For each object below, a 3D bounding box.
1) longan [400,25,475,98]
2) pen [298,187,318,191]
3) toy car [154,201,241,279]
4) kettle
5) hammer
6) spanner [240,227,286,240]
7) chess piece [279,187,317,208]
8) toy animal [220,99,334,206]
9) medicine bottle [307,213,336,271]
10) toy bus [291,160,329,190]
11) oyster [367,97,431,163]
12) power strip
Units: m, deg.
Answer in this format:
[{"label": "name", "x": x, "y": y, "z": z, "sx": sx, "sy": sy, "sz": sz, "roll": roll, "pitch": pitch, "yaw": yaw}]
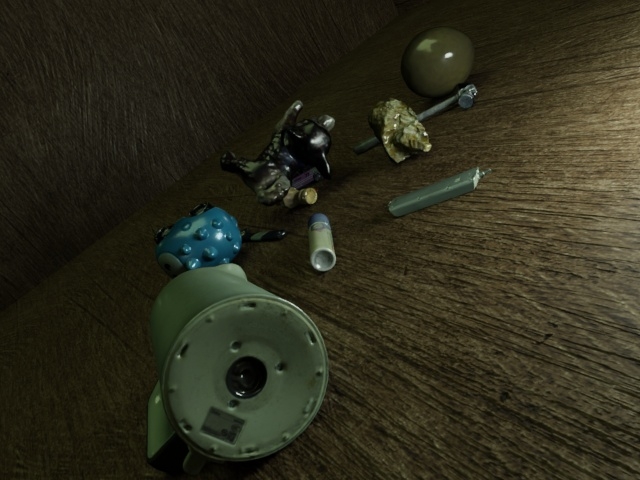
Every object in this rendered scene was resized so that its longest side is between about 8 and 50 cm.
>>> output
[{"label": "longan", "x": 0.372, "y": -0.556, "z": 1.965, "sx": 0.248, "sy": 0.248, "sz": 0.248, "roll": -30, "pitch": 21, "yaw": 12}, {"label": "pen", "x": -0.079, "y": -0.141, "z": 1.991, "sx": 0.218, "sy": 0.026, "sz": 0.026, "roll": -9, "pitch": 32, "yaw": 48}, {"label": "toy car", "x": -0.343, "y": 0.023, "z": 1.794, "sx": 0.255, "sy": 0.188, "sz": 0.190, "roll": -31, "pitch": 26, "yaw": 1}, {"label": "kettle", "x": -0.190, "y": 0.229, "z": 1.088, "sx": 0.361, "sy": 0.250, "sz": 0.376, "roll": -65, "pitch": 21, "yaw": -2}, {"label": "hammer", "x": 0.277, "y": -0.362, "z": 1.918, "sx": 0.427, "sy": 0.044, "sz": 0.152, "roll": -24, "pitch": 22, "yaw": 27}, {"label": "spanner", "x": -0.189, "y": -0.016, "z": 1.885, "sx": 0.087, "sy": 0.024, "sz": 0.316, "roll": -40, "pitch": 20, "yaw": -30}, {"label": "chess piece", "x": -0.066, "y": -0.129, "z": 1.897, "sx": 0.122, "sy": 0.066, "sz": 0.066, "roll": 2, "pitch": 40, "yaw": 50}, {"label": "toy animal", "x": -0.087, "y": -0.239, "z": 1.838, "sx": 0.344, "sy": 0.194, "sz": 0.302, "roll": -41, "pitch": 32, "yaw": -3}, {"label": "medicine bottle", "x": 0.000, "y": 0.000, "z": 1.498, "sx": 0.059, "sy": 0.059, "sz": 0.231, "roll": -31, "pitch": 21, "yaw": 9}, {"label": "toy bus", "x": -0.064, "y": -0.223, "z": 2.045, "sx": 0.178, "sy": 0.098, "sz": 0.087, "roll": -26, "pitch": 21, "yaw": 19}, {"label": "oyster", "x": 0.207, "y": -0.305, "z": 1.765, "sx": 0.110, "sy": 0.166, "sz": 0.341, "roll": -25, "pitch": 42, "yaw": 0}, {"label": "power strip", "x": 0.260, "y": -0.108, "z": 1.389, "sx": 0.252, "sy": 0.027, "sz": 0.060, "roll": -19, "pitch": 24, "yaw": 35}]
